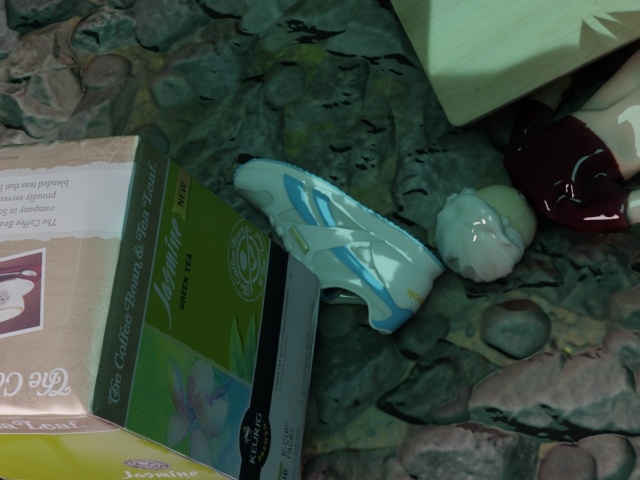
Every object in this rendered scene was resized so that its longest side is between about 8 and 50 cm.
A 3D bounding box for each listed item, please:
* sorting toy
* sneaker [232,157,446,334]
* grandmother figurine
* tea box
[{"bbox_3d":[0.187,-0.268,1.263,0.257,0.089,0.255,-26,82,11],"label":"sorting toy"},{"bbox_3d":[0.000,0.000,1.283,0.229,0.087,0.092,32,84,26],"label":"sneaker"},{"bbox_3d":[0.251,-0.079,1.251,0.342,0.104,0.208,-36,37,1],"label":"grandmother figurine"},{"bbox_3d":[-0.220,0.082,1.143,0.329,0.323,0.219,-3,69,25],"label":"tea box"}]
